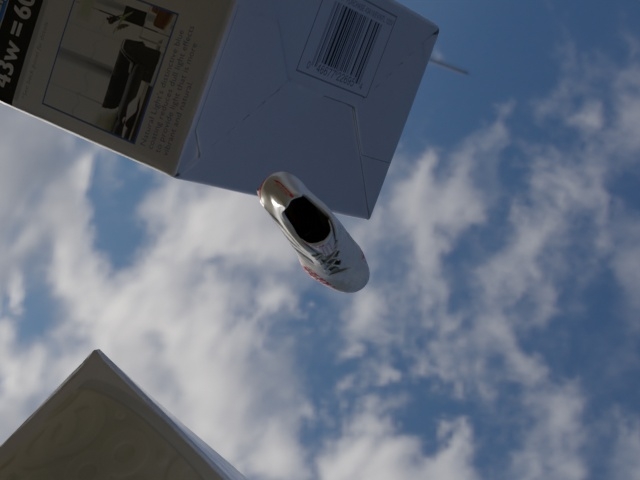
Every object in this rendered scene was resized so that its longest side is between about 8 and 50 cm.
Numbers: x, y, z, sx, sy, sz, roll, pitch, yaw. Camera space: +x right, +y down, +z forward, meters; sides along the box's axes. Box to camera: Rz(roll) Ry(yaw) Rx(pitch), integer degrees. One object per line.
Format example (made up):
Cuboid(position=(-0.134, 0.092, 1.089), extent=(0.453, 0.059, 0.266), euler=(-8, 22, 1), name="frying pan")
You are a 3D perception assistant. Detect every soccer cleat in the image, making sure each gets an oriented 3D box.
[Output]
Cuboid(position=(0.000, 0.000, 0.609), extent=(0.029, 0.083, 0.035), euler=(-41, -148, -4), name="soccer cleat")

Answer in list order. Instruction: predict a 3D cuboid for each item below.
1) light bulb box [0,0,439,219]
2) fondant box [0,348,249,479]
Cuboid(position=(-0.139, -0.195, 1.253), extent=(0.361, 0.358, 0.225), euler=(24, -83, 29), name="light bulb box")
Cuboid(position=(0.010, 0.206, 0.542), extent=(0.096, 0.330, 0.238), euler=(-47, -120, -8), name="fondant box")
